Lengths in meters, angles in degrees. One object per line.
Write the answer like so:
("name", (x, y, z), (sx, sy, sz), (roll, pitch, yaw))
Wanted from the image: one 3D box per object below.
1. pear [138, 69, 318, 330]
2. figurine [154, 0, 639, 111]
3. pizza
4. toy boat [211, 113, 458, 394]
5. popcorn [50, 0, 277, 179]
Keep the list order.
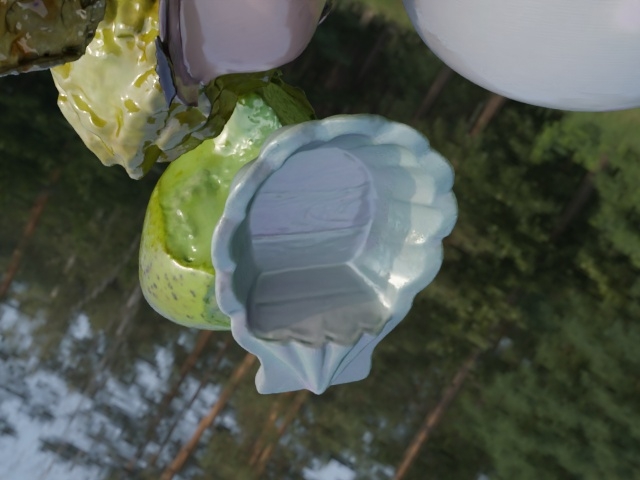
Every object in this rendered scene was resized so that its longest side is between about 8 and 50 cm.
("pear", (-0.104, -0.032, 1.532), (0.176, 0.282, 0.286), (32, -157, -46))
("figurine", (0.091, -0.173, 0.744), (0.361, 0.211, 0.253), (-4, 161, 1))
("pizza", (-0.225, -0.231, 1.061), (0.071, 0.189, 0.297), (0, -158, 42))
("toy boat", (0.000, 0.000, 1.077), (0.199, 0.290, 0.100), (-4, -141, -16))
("popcorn", (-0.157, -0.184, 1.307), (0.192, 0.233, 0.266), (36, 154, 8))
